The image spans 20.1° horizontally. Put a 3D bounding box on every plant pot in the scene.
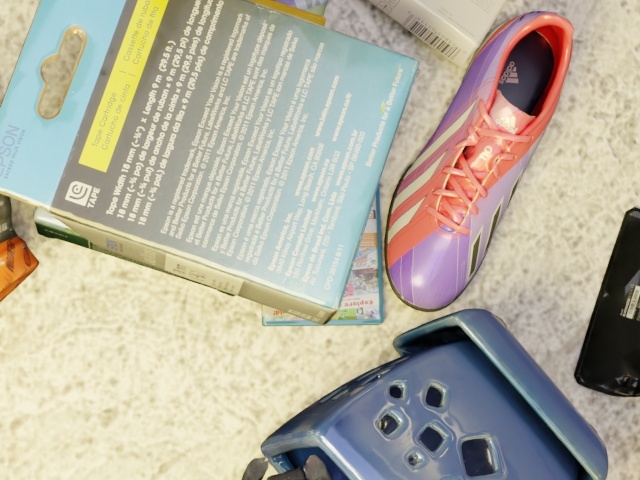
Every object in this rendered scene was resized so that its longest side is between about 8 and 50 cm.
[{"bbox_3d":[0.112,0.201,1.653,0.212,0.236,0.236,-41,92,-19],"label":"plant pot"}]

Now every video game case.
[{"bbox_3d":[0.000,0.000,1.759,0.119,0.015,0.166,0,83,-11],"label":"video game case"}]

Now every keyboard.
[{"bbox_3d":[0.328,0.069,1.813,0.100,0.038,0.192,17,81,15],"label":"keyboard"}]

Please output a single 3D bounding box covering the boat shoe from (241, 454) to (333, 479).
[{"bbox_3d":[-0.015,0.328,1.604,0.127,0.340,0.158,0,51,0],"label":"boat shoe"}]

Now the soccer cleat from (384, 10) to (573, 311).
[{"bbox_3d":[0.155,-0.082,1.746,0.108,0.116,0.318,28,79,-7],"label":"soccer cleat"}]

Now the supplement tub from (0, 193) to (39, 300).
[{"bbox_3d":[-0.417,-0.056,1.588,0.207,0.207,0.338,-42,93,-12],"label":"supplement tub"}]

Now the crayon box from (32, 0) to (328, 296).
[{"bbox_3d":[-0.125,-0.133,1.709,0.203,0.083,0.323,18,80,-3],"label":"crayon box"}]

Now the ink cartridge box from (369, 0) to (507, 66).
[{"bbox_3d":[0.126,-0.311,1.813,0.181,0.056,0.225,36,60,-5],"label":"ink cartridge box"}]

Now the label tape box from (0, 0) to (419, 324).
[{"bbox_3d":[-0.109,-0.095,1.609,0.333,0.106,0.240,20,80,-2],"label":"label tape box"}]
